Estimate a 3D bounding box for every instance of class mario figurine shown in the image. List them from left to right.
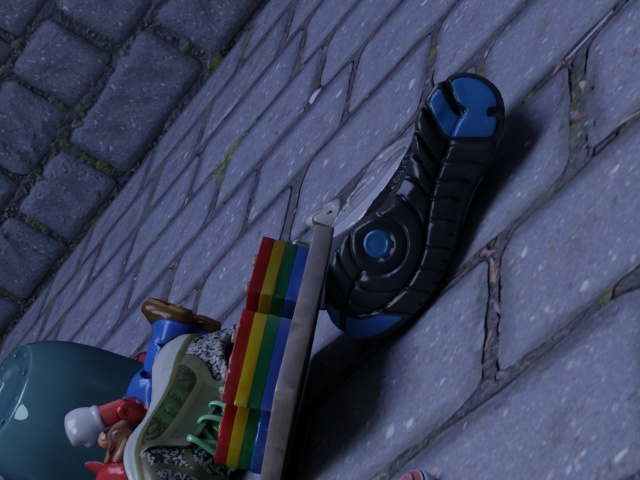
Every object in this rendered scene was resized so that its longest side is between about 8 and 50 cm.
[{"bbox_3d":[-0.279,0.248,2.050,0.170,0.198,0.321,168,123,-76],"label":"mario figurine"}]

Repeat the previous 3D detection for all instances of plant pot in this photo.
[{"bbox_3d":[-0.430,0.302,2.249,0.293,0.235,0.293,-40,34,35],"label":"plant pot"}]

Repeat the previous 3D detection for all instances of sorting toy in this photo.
[{"bbox_3d":[-0.062,0.149,1.613,0.257,0.089,0.255,101,-178,-47],"label":"sorting toy"}]

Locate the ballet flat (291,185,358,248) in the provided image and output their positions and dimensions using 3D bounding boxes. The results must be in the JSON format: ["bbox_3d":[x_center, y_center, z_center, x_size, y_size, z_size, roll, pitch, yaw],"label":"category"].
[{"bbox_3d":[0.000,0.000,1.902,0.213,0.068,0.072,-64,18,-15],"label":"ballet flat"}]

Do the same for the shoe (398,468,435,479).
[{"bbox_3d":[0.050,0.284,1.263,0.063,0.081,0.178,-32,32,56],"label":"shoe"}]

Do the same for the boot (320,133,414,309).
[{"bbox_3d":[0.068,-0.026,1.747,0.258,0.095,0.123,-47,13,12],"label":"boot"}]

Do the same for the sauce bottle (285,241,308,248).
[{"bbox_3d":[-0.058,0.024,2.067,0.128,0.042,0.042,-26,37,64],"label":"sauce bottle"}]

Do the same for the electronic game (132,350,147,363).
[{"bbox_3d":[-0.367,0.306,2.459,0.229,0.048,0.229,-52,18,25],"label":"electronic game"}]

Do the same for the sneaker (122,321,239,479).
[{"bbox_3d":[-0.144,0.238,1.812,0.182,0.158,0.410,-37,29,25],"label":"sneaker"}]

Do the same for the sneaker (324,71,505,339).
[{"bbox_3d":[0.125,-0.033,1.584,0.341,0.125,0.139,-59,-11,12],"label":"sneaker"}]
